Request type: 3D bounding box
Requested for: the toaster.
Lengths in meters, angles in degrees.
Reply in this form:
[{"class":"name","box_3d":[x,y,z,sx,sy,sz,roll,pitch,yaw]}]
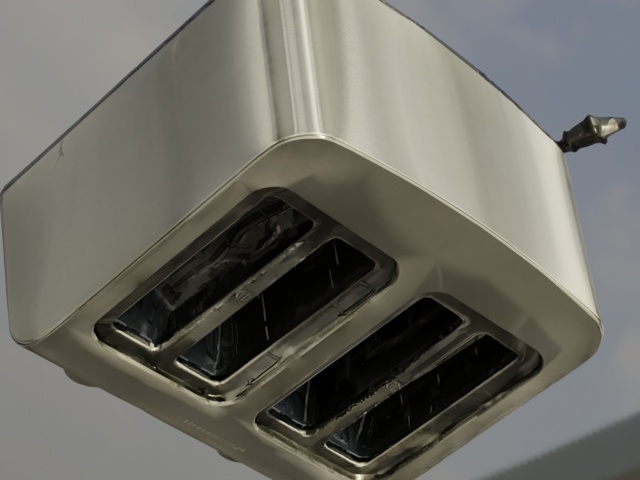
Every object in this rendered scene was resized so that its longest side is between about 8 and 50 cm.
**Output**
[{"class":"toaster","box_3d":[0.000,0.000,0.668,0.186,0.110,0.168,-38,-52,27]}]
